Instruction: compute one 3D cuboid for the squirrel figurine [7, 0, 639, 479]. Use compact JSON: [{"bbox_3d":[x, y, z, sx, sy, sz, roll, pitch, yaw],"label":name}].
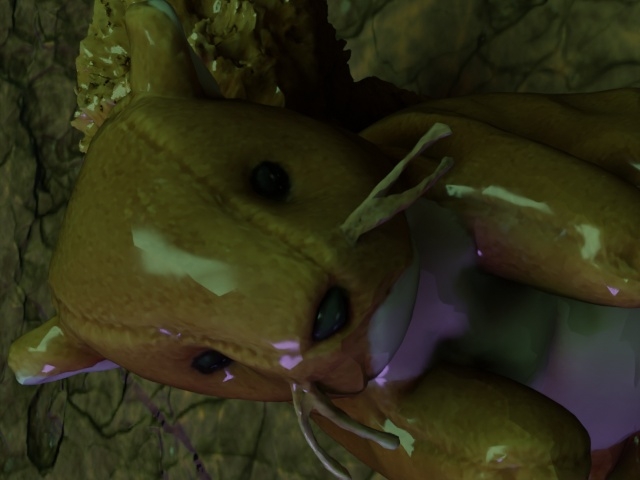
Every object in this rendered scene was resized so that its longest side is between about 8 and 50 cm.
[{"bbox_3d":[0.000,0.000,0.940,0.397,0.370,0.281,37,112,45],"label":"squirrel figurine"}]
